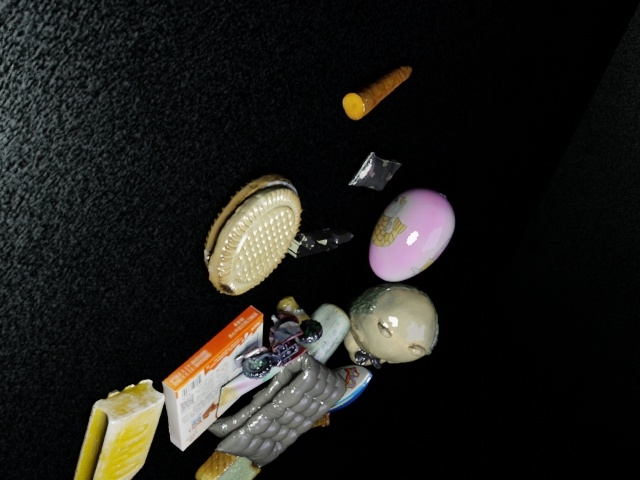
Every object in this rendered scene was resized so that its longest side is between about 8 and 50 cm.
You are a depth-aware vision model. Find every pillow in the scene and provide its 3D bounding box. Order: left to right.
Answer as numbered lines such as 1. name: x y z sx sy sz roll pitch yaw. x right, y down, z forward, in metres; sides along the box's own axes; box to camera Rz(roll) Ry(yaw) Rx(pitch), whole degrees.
1. pillow: -0.101 0.429 1.985 0.326 0.101 0.228 -40 143 5
2. pillow: 0.129 -0.162 1.864 0.150 0.048 0.090 4 110 -59

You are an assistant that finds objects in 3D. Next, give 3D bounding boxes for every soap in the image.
1. soap: -0.398 0.395 1.556 0.140 0.073 0.232 -17 137 -49

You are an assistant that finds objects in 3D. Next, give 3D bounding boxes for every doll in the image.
1. doll: 0.170 0.235 2.163 0.247 0.247 0.349 -49 -165 -15

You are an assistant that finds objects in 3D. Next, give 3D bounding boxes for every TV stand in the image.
1. TV stand: 0.000 0.000 1.843 0.249 0.036 0.042 -12 131 -58

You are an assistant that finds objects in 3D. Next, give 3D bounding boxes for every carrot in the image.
1. carrot: 0.132 -0.326 1.658 0.224 0.057 0.057 -41 153 -37

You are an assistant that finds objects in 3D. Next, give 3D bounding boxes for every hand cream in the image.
1. hand cream: -0.165 0.323 1.834 0.174 0.047 0.076 -28 147 -37

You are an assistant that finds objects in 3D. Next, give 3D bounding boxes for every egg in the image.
1. egg: 0.239 -0.012 2.082 0.196 0.196 0.271 11 104 -65

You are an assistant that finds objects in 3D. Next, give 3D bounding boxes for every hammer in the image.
1. hammer: -0.037 0.212 1.994 0.202 0.113 0.305 -53 148 -13

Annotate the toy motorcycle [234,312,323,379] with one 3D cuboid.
1. toy motorcycle: -0.101 0.229 1.772 0.213 0.122 0.082 -32 124 -28

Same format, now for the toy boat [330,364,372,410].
1. toy boat: 0.040 0.414 2.220 0.295 0.088 0.129 -30 -149 42

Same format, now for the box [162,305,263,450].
1. box: -0.236 0.313 1.789 0.273 0.048 0.265 -41 152 -34

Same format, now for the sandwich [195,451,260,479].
1. sandwich: -0.250 0.629 2.154 0.186 0.065 0.215 -41 151 -31

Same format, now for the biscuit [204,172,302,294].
1. biscuit: -0.128 -0.010 1.532 0.259 0.079 0.259 -43 154 -27

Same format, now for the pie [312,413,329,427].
1. pie: -0.010 0.571 2.579 0.191 0.033 0.088 19 89 -64
